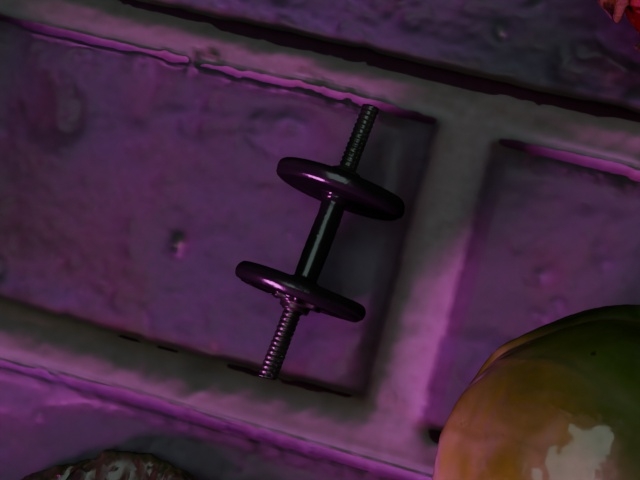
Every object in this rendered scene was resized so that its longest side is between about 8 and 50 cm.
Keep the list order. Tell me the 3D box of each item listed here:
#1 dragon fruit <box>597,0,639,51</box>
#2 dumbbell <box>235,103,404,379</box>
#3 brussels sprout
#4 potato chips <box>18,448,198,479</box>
[{"bbox_3d":[0.246,-0.152,0.616,0.246,0.125,0.125,-24,107,-17],"label":"dragon fruit"},{"bbox_3d":[0.000,0.000,0.639,0.069,0.069,0.147,19,84,10],"label":"dumbbell"},{"bbox_3d":[0.121,0.109,0.579,0.183,0.131,0.145,-31,100,1],"label":"brussels sprout"},{"bbox_3d":[-0.094,0.214,0.637,0.220,0.029,0.202,20,81,12],"label":"potato chips"}]
